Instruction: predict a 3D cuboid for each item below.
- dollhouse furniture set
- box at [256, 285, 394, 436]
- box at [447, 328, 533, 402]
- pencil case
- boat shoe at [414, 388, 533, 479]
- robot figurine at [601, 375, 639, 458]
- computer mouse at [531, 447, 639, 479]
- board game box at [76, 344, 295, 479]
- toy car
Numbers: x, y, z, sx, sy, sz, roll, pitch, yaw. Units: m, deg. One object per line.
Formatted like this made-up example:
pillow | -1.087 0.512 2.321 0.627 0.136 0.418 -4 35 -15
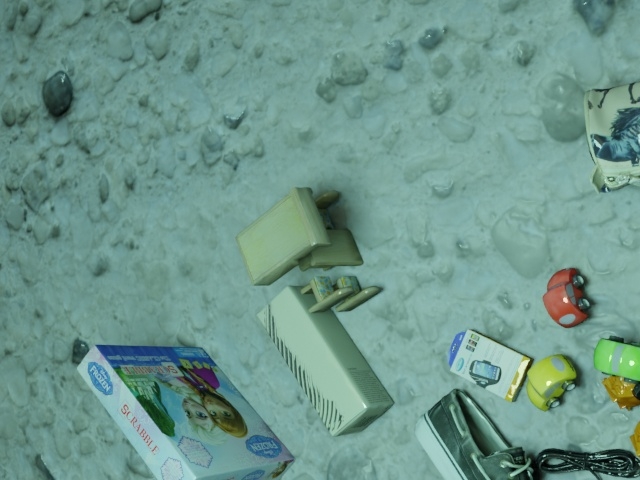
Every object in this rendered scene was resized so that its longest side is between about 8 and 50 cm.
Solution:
dollhouse furniture set | 0.000 0.000 1.549 0.161 0.242 0.212 -36 66 35
box | 0.007 0.216 1.598 0.094 0.113 0.275 -44 63 19
box | 0.284 0.209 1.488 0.136 0.028 0.081 26 96 32
pencil case | 0.600 -0.165 1.278 0.410 0.160 0.183 -5 64 29
boat shoe | 0.277 0.372 1.390 0.335 0.121 0.119 47 114 37
robot figurine | 0.570 0.197 1.272 0.291 0.085 0.211 -35 39 21
computer mouse | 0.402 0.454 1.368 0.184 0.060 0.262 1 83 29
board game box | -0.239 0.322 1.604 0.318 0.319 0.066 45 105 26
toy car | 0.411 0.166 1.353 0.225 0.053 0.239 12 90 59
